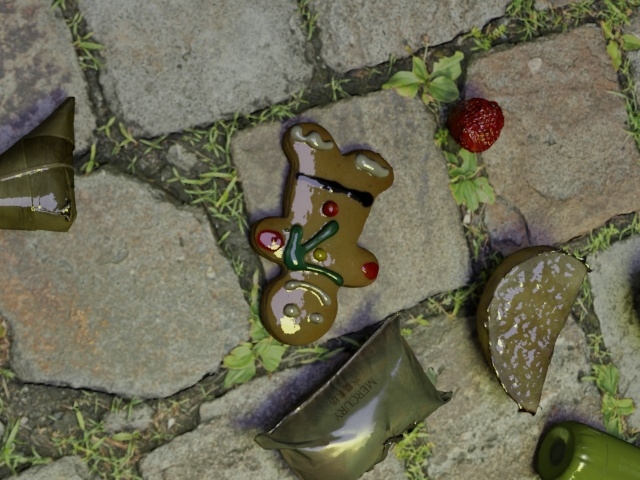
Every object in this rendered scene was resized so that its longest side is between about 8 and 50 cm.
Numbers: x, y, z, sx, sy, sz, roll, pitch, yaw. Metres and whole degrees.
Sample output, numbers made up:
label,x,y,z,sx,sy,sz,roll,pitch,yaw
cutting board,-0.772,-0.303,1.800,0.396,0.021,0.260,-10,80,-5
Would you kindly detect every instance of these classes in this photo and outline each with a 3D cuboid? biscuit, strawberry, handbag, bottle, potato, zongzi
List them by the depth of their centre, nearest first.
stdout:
label,x,y,z,sx,sy,sz,roll,pitch,yaw
zongzi,-0.382,-0.098,1.440,0.160,0.078,0.176,1,80,-22
handbag,0.057,0.245,1.600,0.270,0.117,0.182,-41,113,-18
biscuit,0.000,0.000,1.609,0.197,0.049,0.301,19,84,-19
strawberry,0.223,-0.164,1.674,0.083,0.083,0.096,46,38,-16
potato,0.282,0.117,1.696,0.138,0.098,0.243,20,89,-17
bottle,0.457,0.361,1.759,0.260,0.112,0.112,25,81,-20
